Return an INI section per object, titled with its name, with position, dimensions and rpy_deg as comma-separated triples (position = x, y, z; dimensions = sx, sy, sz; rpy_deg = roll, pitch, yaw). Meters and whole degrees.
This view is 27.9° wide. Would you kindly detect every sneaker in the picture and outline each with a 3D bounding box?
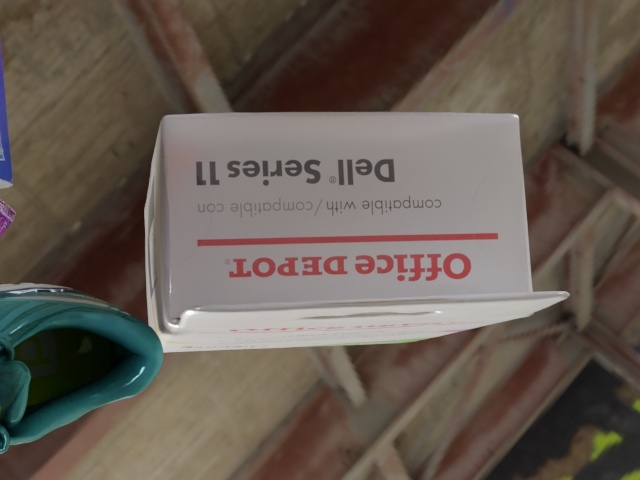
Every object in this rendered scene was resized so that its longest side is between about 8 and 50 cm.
[sneaker]
position = -0.207, 0.073, 0.684
dimensions = 0.275, 0.110, 0.107
rpy_deg = -14, -76, -43

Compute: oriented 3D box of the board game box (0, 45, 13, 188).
[board game box]
position = -0.309, -0.047, 0.420
dimensions = 0.347, 0.078, 0.233
rpy_deg = -8, -7, 6

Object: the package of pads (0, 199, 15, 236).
[package of pads]
position = -0.250, -0.019, 0.859
dimensions = 0.050, 0.083, 0.032
rpy_deg = -58, -27, -10

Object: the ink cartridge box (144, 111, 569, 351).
[ink cartridge box]
position = 0.000, 0.000, 0.789
dimensions = 0.207, 0.119, 0.353
rpy_deg = -1, -7, -10
